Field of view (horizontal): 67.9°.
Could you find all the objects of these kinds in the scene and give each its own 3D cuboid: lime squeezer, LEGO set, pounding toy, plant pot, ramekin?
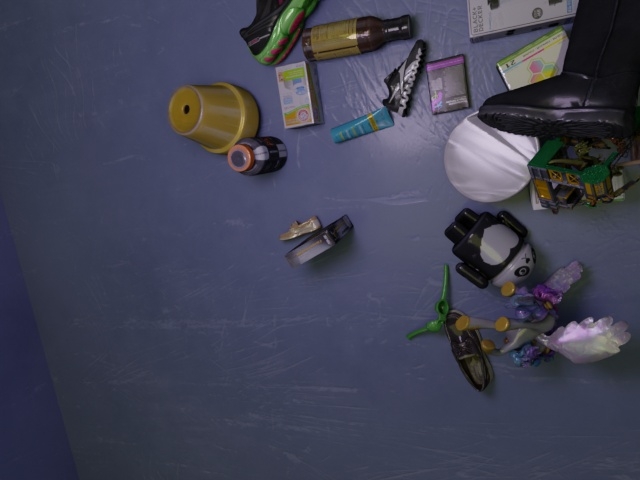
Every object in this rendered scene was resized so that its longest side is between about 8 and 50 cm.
[{"bbox_3d":[0.393,0.240,1.620,0.058,0.110,0.311,17,111,-14],"label":"lime squeezer"},{"bbox_3d":[0.708,-0.190,1.220,0.254,0.331,0.192,16,152,49],"label":"LEGO set"},{"bbox_3d":[0.877,-0.250,1.245,0.180,0.206,0.094,-5,101,22],"label":"pounding toy"},{"bbox_3d":[-0.384,-0.433,1.648,0.253,0.239,0.254,2,93,30],"label":"plant pot"},{"bbox_3d":[0.515,-0.253,1.405,0.272,0.127,0.273,9,106,34],"label":"ramekin"}]

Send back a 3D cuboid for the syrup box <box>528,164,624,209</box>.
[{"bbox_3d":[0.737,-0.153,1.385,0.236,0.093,0.097,-7,101,22],"label":"syrup box"}]

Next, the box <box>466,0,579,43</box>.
[{"bbox_3d":[0.561,-0.673,1.331,0.289,0.087,0.169,-2,102,22],"label":"box"}]

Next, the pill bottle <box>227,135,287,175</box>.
[{"bbox_3d":[-0.221,-0.291,1.639,0.130,0.245,0.131,5,105,20],"label":"pill bottle"}]

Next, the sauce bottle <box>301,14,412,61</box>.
[{"bbox_3d":[0.115,-0.643,1.501,0.343,0.111,0.112,0,103,20],"label":"sauce bottle"}]

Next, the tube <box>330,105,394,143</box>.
[{"bbox_3d":[0.136,-0.381,1.587,0.206,0.052,0.080,-16,139,23],"label":"tube"}]

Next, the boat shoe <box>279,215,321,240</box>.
[{"bbox_3d":[-0.080,-0.046,1.748,0.169,0.063,0.059,-19,93,15],"label":"boat shoe"}]

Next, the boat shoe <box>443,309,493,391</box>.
[{"bbox_3d":[0.497,0.373,1.604,0.102,0.092,0.286,-23,93,27],"label":"boat shoe"}]

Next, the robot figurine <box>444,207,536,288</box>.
[{"bbox_3d":[0.523,0.022,1.466,0.278,0.173,0.209,40,116,9],"label":"robot figurine"}]

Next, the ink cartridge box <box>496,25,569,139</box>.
[{"bbox_3d":[0.645,-0.437,1.351,0.188,0.097,0.255,-27,91,24],"label":"ink cartridge box"}]

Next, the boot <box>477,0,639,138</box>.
[{"bbox_3d":[0.629,-0.488,1.181,0.366,0.146,0.446,15,89,36],"label":"boot"}]

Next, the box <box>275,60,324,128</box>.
[{"bbox_3d":[-0.067,-0.487,1.611,0.114,0.103,0.203,-4,101,22],"label":"box"}]

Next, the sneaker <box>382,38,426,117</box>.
[{"bbox_3d":[0.255,-0.516,1.493,0.106,0.078,0.235,21,111,13],"label":"sneaker"}]

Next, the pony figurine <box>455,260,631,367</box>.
[{"bbox_3d":[0.644,0.240,1.406,0.363,0.303,0.351,20,129,-28],"label":"pony figurine"}]

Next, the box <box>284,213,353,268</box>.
[{"bbox_3d":[0.000,0.000,1.633,0.183,0.231,0.056,-30,94,25],"label":"box"}]

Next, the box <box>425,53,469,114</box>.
[{"bbox_3d":[0.394,-0.481,1.475,0.115,0.029,0.162,-5,99,23],"label":"box"}]

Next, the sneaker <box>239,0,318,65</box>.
[{"bbox_3d":[-0.104,-0.800,1.508,0.202,0.185,0.483,41,112,3],"label":"sneaker"}]
